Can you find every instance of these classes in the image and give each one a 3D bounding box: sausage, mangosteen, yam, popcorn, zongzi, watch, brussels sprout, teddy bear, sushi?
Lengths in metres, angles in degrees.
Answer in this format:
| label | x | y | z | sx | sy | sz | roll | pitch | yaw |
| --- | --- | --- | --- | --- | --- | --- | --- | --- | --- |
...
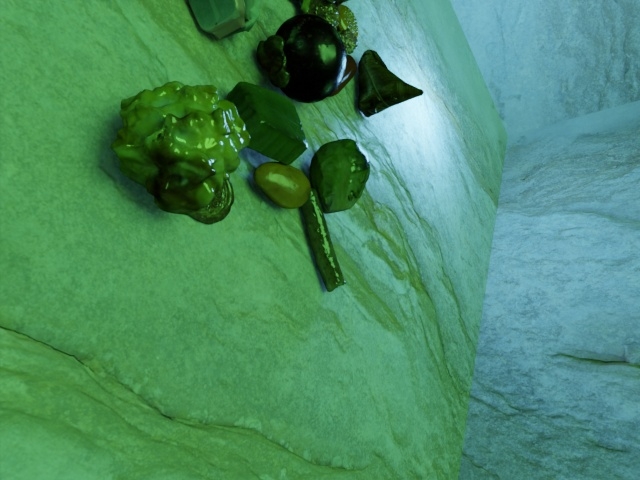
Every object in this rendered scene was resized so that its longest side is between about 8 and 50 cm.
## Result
| label | x | y | z | sx | sy | sz | roll | pitch | yaw |
| --- | --- | --- | --- | --- | --- | --- | --- | --- | --- |
| sausage | 0.080 | -0.666 | 1.824 | 0.089 | 0.083 | 0.300 | 48 | 46 | -17 |
| mangosteen | -0.056 | -0.599 | 1.509 | 0.288 | 0.288 | 0.288 | 14 | 71 | -49 |
| yam | 0.000 | 0.000 | 1.591 | 0.083 | 0.083 | 0.372 | -27 | 102 | -50 |
| popcorn | -0.319 | -0.235 | 1.086 | 0.312 | 0.312 | 0.312 | 14 | 71 | -49 |
| zongzi | 0.296 | -0.695 | 1.932 | 0.134 | 0.288 | 0.286 | 13 | 72 | -55 |
| watch | -0.279 | -0.752 | 1.370 | 0.241 | 0.161 | 0.253 | -48 | 122 | -59 |
| brussels sprout | 0.069 | -0.229 | 1.625 | 0.219 | 0.210 | 0.271 | 19 | 74 | -74 |
| teddy bear | -0.001 | -0.894 | 1.663 | 0.296 | 0.246 | 0.222 | -66 | 157 | -51 |
| sushi | 0.023 | -0.732 | 1.741 | 0.107 | 0.241 | 0.161 | 61 | 4 | -19 |

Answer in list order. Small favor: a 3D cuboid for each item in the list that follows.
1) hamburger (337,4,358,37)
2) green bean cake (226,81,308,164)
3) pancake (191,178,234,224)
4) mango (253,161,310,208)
| label | x | y | z | sx | sy | sz | roll | pitch | yaw |
| --- | --- | --- | --- | --- | --- | --- | --- | --- | --- |
| hamburger | 0.084 | -0.870 | 1.846 | 0.162 | 0.115 | 0.162 | 15 | 71 | -50 |
| green bean cake | -0.166 | -0.364 | 1.386 | 0.248 | 0.125 | 0.222 | 18 | 47 | -48 |
| pancake | -0.314 | -0.139 | 1.277 | 0.184 | 0.020 | 0.190 | 13 | 72 | -48 |
| mango | -0.121 | -0.178 | 1.450 | 0.227 | 0.109 | 0.147 | 11 | 74 | -48 |
